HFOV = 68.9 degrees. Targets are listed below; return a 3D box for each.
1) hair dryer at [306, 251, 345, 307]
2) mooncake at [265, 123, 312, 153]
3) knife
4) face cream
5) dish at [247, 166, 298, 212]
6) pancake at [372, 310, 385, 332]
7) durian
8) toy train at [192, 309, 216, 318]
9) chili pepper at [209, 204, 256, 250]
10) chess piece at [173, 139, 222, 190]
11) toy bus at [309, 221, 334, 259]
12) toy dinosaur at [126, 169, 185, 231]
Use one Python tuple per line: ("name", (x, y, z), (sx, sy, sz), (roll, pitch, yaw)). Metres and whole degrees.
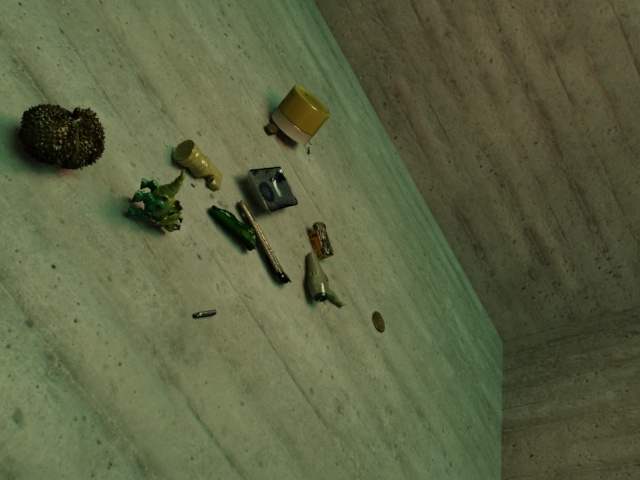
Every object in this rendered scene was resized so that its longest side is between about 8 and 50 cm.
("hair dryer", (0.010, 0.166, 1.982), (0.267, 0.092, 0.229), (34, 33, -63))
("mooncake", (-0.136, -0.494, 2.245), (0.347, 0.057, 0.150), (32, 46, -44))
("knife", (-0.215, 0.011, 1.751), (0.365, 0.043, 0.089), (61, -5, -3))
("face cream", (-0.092, -0.594, 2.202), (0.218, 0.179, 0.218), (36, 24, -19))
("dish", (-0.208, -0.197, 1.875), (0.182, 0.080, 0.243), (65, 27, 0))
("pancake", (0.287, 0.399, 2.284), (0.115, 0.011, 0.115), (38, 39, -39))
("durian", (-0.627, -0.265, 1.144), (0.196, 0.196, 0.167), (-14, 75, -60))
("toy train", (-0.347, 0.220, 1.398), (0.083, 0.017, 0.017), (1, 66, -57))
("chili pepper", (-0.300, -0.051, 1.641), (0.216, 0.062, 0.108), (45, 1, -25))
("chess piece", (-0.408, -0.254, 1.612), (0.200, 0.090, 0.090), (45, 33, -51))
("toy bus", (0.000, 0.000, 2.066), (0.069, 0.074, 0.162), (-5, 74, -51))
("toy dinosaur", (-0.445, -0.118, 1.299), (0.153, 0.259, 0.094), (16, 47, -19))
